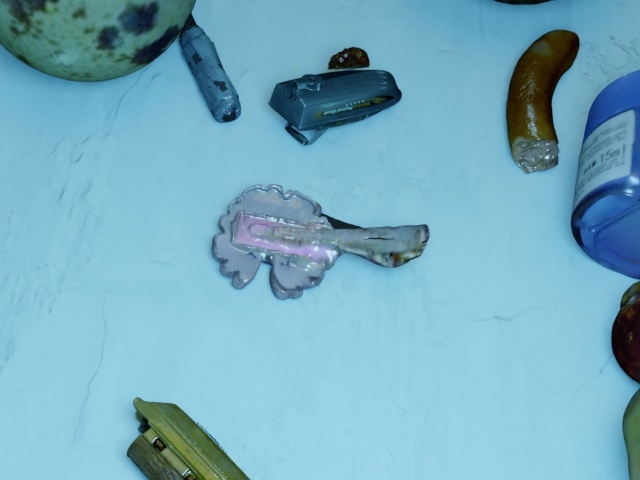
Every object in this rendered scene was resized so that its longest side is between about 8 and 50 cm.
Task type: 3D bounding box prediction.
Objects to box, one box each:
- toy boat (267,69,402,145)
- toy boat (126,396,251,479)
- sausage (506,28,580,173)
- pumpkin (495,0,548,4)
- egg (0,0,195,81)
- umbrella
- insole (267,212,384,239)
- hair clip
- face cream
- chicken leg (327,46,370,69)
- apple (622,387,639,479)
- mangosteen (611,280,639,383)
[{"bbox_3d":[0.034,-0.220,1.462,0.246,0.103,0.093,-17,44,-34],"label":"toy boat"},{"bbox_3d":[-0.152,0.279,1.105,0.088,0.068,0.226,-40,72,-23],"label":"toy boat"},{"bbox_3d":[0.360,-0.243,1.522,0.102,0.076,0.302,21,57,-3],"label":"sausage"},{"bbox_3d":[0.360,-0.596,1.600,0.454,0.344,0.454,6,47,-6],"label":"pumpkin"},{"bbox_3d":[-0.350,-0.433,1.395,0.344,0.345,0.428,1,43,-7],"label":"egg"},{"bbox_3d":[-0.188,-0.290,1.491,0.052,0.053,0.250,-16,60,-17],"label":"umbrella"},{"bbox_3d":[0.012,-0.011,1.358,0.188,0.004,0.064,14,58,2],"label":"insole"},{"bbox_3d":[0.003,0.004,1.301,0.300,0.069,0.173,5,58,10],"label":"hair clip"},{"bbox_3d":[0.496,-0.087,1.332,0.249,0.249,0.225,17,59,4],"label":"face cream"},{"bbox_3d":[0.049,-0.288,1.483,0.062,0.145,0.037,-17,95,20],"label":"chicken leg"},{"bbox_3d":[0.487,0.257,1.103,0.233,0.257,0.257,-9,51,25],"label":"apple"},{"bbox_3d":[0.461,0.120,1.262,0.145,0.156,0.181,-29,30,3],"label":"mangosteen"}]
